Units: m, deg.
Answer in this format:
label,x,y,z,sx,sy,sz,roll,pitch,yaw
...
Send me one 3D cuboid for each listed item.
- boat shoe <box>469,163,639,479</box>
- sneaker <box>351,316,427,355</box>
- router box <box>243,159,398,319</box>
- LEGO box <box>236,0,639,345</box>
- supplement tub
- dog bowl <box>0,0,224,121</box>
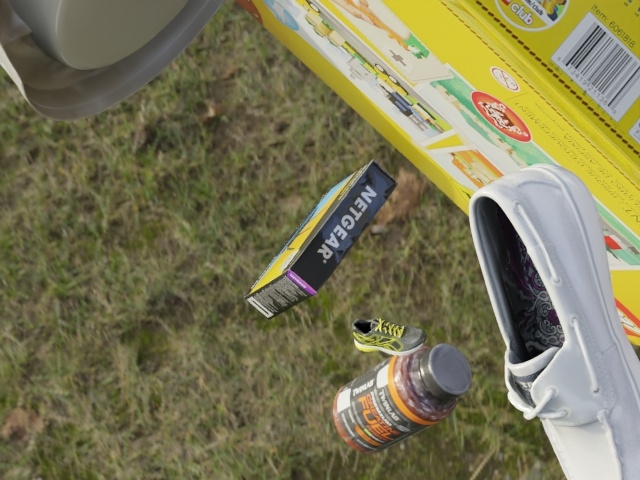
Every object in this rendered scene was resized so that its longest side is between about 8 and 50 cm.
label,x,y,z,sx,sy,sz,roll,pitch,yaw
boat shoe,0.115,0.055,0.518,0.063,0.066,0.184,-14,94,-35
sneaker,0.068,0.097,1.105,0.083,0.035,0.031,-5,44,28
router box,0.000,0.000,1.232,0.046,0.133,0.179,42,60,-9
LEGO box,0.177,-0.135,0.805,0.500,0.372,0.193,42,83,-9
supplement tub,0.109,0.203,1.413,0.106,0.198,0.106,20,52,-28
dog bowl,-0.178,-0.276,0.975,0.102,0.349,0.349,39,66,9
